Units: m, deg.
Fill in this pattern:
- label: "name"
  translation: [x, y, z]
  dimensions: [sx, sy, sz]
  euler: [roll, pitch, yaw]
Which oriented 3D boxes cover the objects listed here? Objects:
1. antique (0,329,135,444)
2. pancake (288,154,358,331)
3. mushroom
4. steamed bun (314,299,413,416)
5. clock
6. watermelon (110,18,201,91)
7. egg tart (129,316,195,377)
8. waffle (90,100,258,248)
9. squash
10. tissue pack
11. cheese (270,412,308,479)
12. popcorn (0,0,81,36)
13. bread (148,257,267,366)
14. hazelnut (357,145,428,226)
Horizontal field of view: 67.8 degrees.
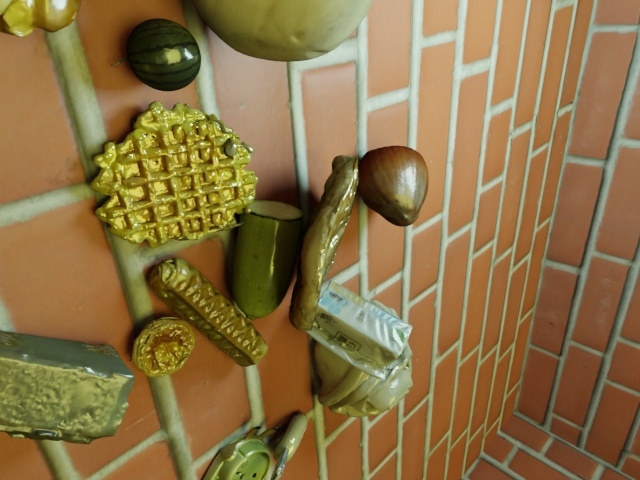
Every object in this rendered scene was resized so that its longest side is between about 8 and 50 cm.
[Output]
- label: "antique"
  translation: [-0.448, 0.217, 0.725]
  dimensions: [0.284, 0.150, 0.125]
  euler: [25, 84, -42]
- label: "pancake"
  translation: [0.000, 0.001, 0.994]
  dimensions: [0.387, 0.082, 0.387]
  euler: [-165, -90, -86]
- label: "mushroom"
  translation: [-0.040, -0.418, 0.739]
  dimensions: [0.356, 0.315, 0.315]
  euler: [31, 84, -47]
- label: "steamed bun"
  translation: [0.152, 0.355, 1.366]
  dimensions: [0.309, 0.219, 0.325]
  euler: [-22, 124, -42]
- label: "clock"
  translation: [-0.194, 0.566, 1.202]
  dimensions: [0.170, 0.069, 0.232]
  euler: [34, 82, -50]
- label: "watermelon"
  translation: [-0.250, -0.279, 0.724]
  dimensions: [0.132, 0.105, 0.105]
  euler: [-14, 120, -18]
- label: "egg tart"
  translation: [-0.307, 0.202, 0.917]
  dimensions: [0.130, 0.052, 0.131]
  euler: [-20, 122, -34]
- label: "waffle"
  translation: [-0.245, -0.099, 0.830]
  dimensions: [0.280, 0.060, 0.262]
  euler: [38, 87, -41]
- label: "squash"
  translation: [-0.120, 0.048, 0.998]
  dimensions: [0.132, 0.132, 0.247]
  euler: [-5, 113, -46]
- label: "tissue pack"
  translation: [0.079, 0.232, 1.170]
  dimensions: [0.145, 0.229, 0.159]
  euler: [-56, 174, -30]
- label: "cheese"
  translation: [-0.091, 0.552, 1.252]
  dimensions: [0.127, 0.049, 0.235]
  euler: [-56, 179, 7]
- label: "popcorn"
  translation: [-0.385, -0.340, 0.469]
  dimensions: [0.265, 0.225, 0.332]
  euler: [-60, 163, 10]
- label: "bread"
  translation: [-0.218, 0.158, 0.979]
  dimensions: [0.368, 0.084, 0.077]
  euler: [58, 25, -43]
- label: "hazelnut"
  translation: [0.192, -0.143, 1.198]
  dimensions: [0.186, 0.210, 0.210]
  euler: [-53, 138, -9]
